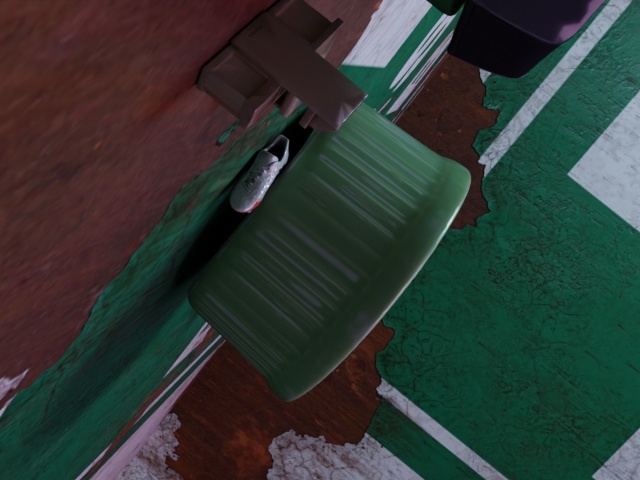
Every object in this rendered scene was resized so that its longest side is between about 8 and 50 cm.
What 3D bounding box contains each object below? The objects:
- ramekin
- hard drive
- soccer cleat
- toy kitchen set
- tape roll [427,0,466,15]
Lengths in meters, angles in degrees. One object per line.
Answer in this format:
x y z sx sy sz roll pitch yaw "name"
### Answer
0.000 0.000 0.882 0.303 0.148 0.303 -51 -176 5 "ramekin"
0.161 -0.190 0.411 0.254 0.054 0.172 -51 179 6 "hard drive"
-0.051 -0.057 0.730 0.083 0.029 0.035 -54 173 -37 "soccer cleat"
-0.019 -0.073 0.461 0.083 0.068 0.075 -50 178 -33 "toy kitchen set"
0.139 -0.266 0.435 0.321 0.077 0.321 -52 179 -2 "tape roll"
